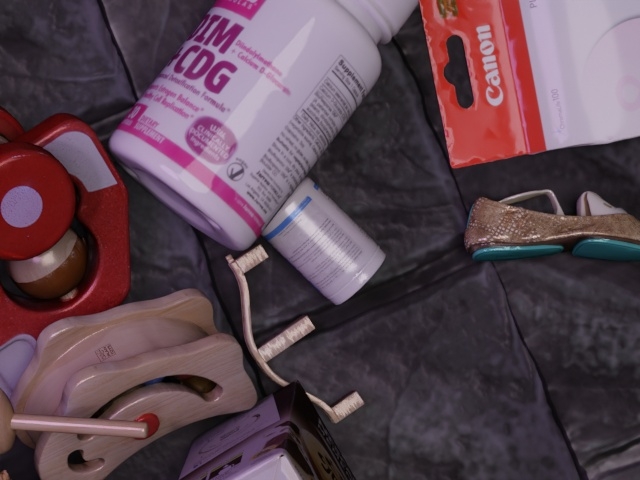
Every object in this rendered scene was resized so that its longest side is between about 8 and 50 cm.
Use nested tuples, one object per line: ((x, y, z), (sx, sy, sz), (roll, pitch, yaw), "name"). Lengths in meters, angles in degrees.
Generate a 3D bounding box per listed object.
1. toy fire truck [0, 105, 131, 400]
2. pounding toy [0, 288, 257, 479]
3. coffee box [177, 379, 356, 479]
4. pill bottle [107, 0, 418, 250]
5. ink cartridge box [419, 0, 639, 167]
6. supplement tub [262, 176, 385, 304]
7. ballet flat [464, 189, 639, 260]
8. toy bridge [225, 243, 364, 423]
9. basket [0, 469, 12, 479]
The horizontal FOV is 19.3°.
((-0.298, 0.037, 1.653), (0.302, 0.169, 0.254), (-34, 122, -12), "toy fire truck")
((-0.174, 0.163, 1.643), (0.269, 0.155, 0.154), (-14, 135, -26), "pounding toy")
((-0.032, 0.243, 1.612), (0.119, 0.297, 0.168), (-30, 96, 4), "coffee box")
((-0.047, -0.146, 1.695), (0.160, 0.160, 0.283), (38, 81, -9), "pill bottle")
((0.226, -0.180, 1.810), (0.232, 0.066, 0.189), (-12, 91, -16), "ink cartridge box")
((0.000, 0.000, 1.747), (0.107, 0.071, 0.071), (45, 80, -7), "supplement tub")
((0.237, -0.016, 1.803), (0.206, 0.073, 0.067), (2, 74, -16), "ballet flat")
((-0.036, 0.092, 1.760), (0.063, 0.026, 0.188), (-34, 96, -10), "toy bridge")
((-0.387, 0.303, 1.534), (0.223, 0.213, 0.299), (39, 114, -9), "basket")
